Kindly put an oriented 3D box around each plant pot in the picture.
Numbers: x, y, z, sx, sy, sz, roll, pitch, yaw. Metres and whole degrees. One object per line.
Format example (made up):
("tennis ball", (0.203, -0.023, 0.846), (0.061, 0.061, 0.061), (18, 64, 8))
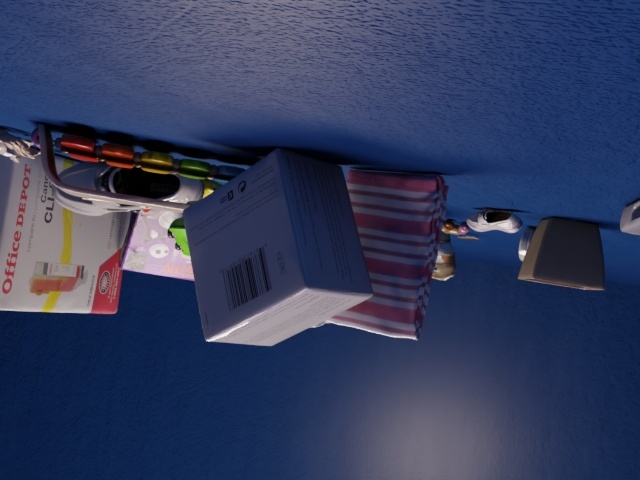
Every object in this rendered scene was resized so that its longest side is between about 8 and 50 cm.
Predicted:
("plant pot", (0.367, 0.019, 1.415), (0.109, 0.096, 0.109), (9, 177, 1))

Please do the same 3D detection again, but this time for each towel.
("towel", (0.072, 0.013, 1.129), (0.144, 0.197, 0.029), (7, 173, 39))

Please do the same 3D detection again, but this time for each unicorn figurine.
("unicorn figurine", (-0.495, -0.142, 1.360), (0.162, 0.060, 0.111), (-9, 171, 20))

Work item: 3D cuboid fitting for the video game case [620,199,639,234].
("video game case", (0.500, -0.010, 0.962), (0.329, 0.036, 0.300), (9, 178, 9))

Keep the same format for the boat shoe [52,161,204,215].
("boat shoe", (-0.325, -0.086, 1.518), (0.268, 0.096, 0.088), (7, 173, 17))

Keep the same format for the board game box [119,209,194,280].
("board game box", (-0.192, -0.006, 1.809), (0.347, 0.208, 0.056), (9, -140, -21))

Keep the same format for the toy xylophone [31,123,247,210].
("toy xylophone", (-0.239, -0.087, 1.301), (0.323, 0.081, 0.236), (10, 178, -18))

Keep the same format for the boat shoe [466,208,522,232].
("boat shoe", (0.255, -0.034, 1.408), (0.035, 0.035, 0.100), (44, 161, -33))

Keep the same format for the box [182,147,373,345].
("box", (-0.055, 0.014, 1.140), (0.181, 0.182, 0.119), (-29, 154, 35))

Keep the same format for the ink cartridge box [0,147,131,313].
("ink cartridge box", (-0.514, -0.013, 1.694), (0.160, 0.279, 0.385), (7, 177, 20))

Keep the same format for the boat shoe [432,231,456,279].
("boat shoe", (0.140, 0.066, 2.001), (0.302, 0.103, 0.113), (-17, 174, 23))

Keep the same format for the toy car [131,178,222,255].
("toy car", (-0.252, -0.048, 1.674), (0.239, 0.053, 0.225), (4, 148, 15))

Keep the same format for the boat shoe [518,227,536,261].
("boat shoe", (0.425, 0.030, 1.668), (0.081, 0.079, 0.227), (12, 177, 34))

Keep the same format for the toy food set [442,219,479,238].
("toy food set", (0.234, -0.029, 1.733), (0.122, 0.019, 0.078), (20, 172, -33))
